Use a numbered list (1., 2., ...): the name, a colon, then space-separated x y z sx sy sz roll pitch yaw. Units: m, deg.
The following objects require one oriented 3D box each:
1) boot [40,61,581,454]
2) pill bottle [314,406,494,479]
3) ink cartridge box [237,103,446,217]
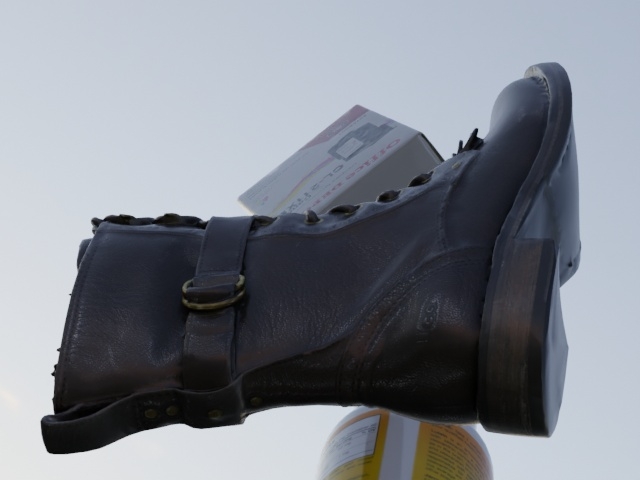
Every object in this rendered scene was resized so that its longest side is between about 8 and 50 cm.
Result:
1. boot: 0.000 0.000 0.825 0.229 0.263 0.091 0 -56 13
2. pill bottle: 0.059 0.202 1.341 0.136 0.246 0.136 4 -62 7
3. ink cartridge box: 0.023 -0.029 1.339 0.072 0.127 0.175 53 -5 -17
